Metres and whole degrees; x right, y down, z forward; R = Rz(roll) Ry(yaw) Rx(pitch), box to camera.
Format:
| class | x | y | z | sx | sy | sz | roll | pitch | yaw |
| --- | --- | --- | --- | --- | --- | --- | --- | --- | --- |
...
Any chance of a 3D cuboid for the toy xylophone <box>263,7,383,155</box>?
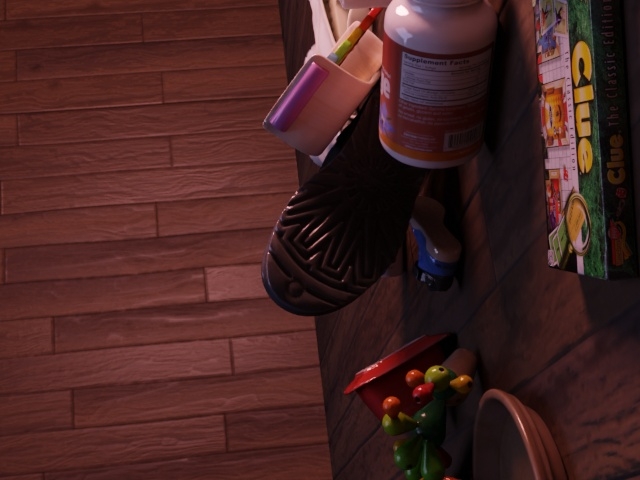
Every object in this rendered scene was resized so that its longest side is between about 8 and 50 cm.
| class | x | y | z | sx | sy | sz | roll | pitch | yaw |
| --- | --- | --- | --- | --- | --- | --- | --- | --- | --- |
| toy xylophone | 0.038 | -0.225 | 1.338 | 0.236 | 0.081 | 0.323 | -51 | 3 | 14 |

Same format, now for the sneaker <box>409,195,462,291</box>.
| class | x | y | z | sx | sy | sz | roll | pitch | yaw |
| --- | --- | --- | --- | --- | --- | --- | --- | --- | --- |
| sneaker | 0.145 | 0.008 | 1.369 | 0.152 | 0.058 | 0.085 | -114 | 28 | -53 |

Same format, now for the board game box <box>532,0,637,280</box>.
| class | x | y | z | sx | sy | sz | roll | pitch | yaw |
| --- | --- | --- | --- | --- | --- | --- | --- | --- | --- |
| board game box | 0.211 | -0.102 | 0.829 | 0.136 | 0.030 | 0.260 | -166 | 72 | -81 |

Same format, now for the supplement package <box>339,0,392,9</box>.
| class | x | y | z | sx | sy | sz | roll | pitch | yaw |
| --- | --- | --- | --- | --- | --- | --- | --- | --- | --- |
| supplement package | 0.082 | -0.423 | 1.257 | 0.134 | 0.139 | 0.244 | -104 | 10 | -61 |

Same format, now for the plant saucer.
| class | x | y | z | sx | sy | sz | roll | pitch | yaw |
| --- | --- | --- | --- | --- | --- | --- | --- | --- | --- |
| plant saucer | 0.211 | 0.292 | 1.062 | 0.278 | 0.041 | 0.278 | 175 | 90 | -83 |

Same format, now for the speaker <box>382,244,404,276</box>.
| class | x | y | z | sx | sy | sz | roll | pitch | yaw |
| --- | --- | --- | --- | --- | --- | --- | --- | --- | --- |
| speaker | 0.110 | -0.009 | 1.688 | 0.055 | 0.055 | 0.136 | -114 | 21 | -72 |

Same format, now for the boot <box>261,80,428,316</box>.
| class | x | y | z | sx | sy | sz | roll | pitch | yaw |
| --- | --- | --- | --- | --- | --- | --- | --- | --- | --- |
| boot | 0.001 | -0.001 | 1.450 | 0.367 | 0.146 | 0.445 | -54 | 4 | -23 |

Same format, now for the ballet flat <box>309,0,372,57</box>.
| class | x | y | z | sx | sy | sz | roll | pitch | yaw |
| --- | --- | --- | --- | --- | --- | --- | --- | --- | --- |
| ballet flat | 0.038 | -0.453 | 1.806 | 0.139 | 0.139 | 0.401 | 167 | 95 | -84 |

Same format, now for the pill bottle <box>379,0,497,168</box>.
| class | x | y | z | sx | sy | sz | roll | pitch | yaw |
| --- | --- | --- | --- | --- | --- | --- | --- | --- | --- |
| pill bottle | 0.126 | -0.196 | 1.101 | 0.121 | 0.121 | 0.216 | -103 | 10 | -52 |

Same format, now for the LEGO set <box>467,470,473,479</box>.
| class | x | y | z | sx | sy | sz | roll | pitch | yaw |
| --- | --- | --- | --- | --- | --- | --- | --- | --- | --- |
| LEGO set | 0.200 | 0.326 | 1.300 | 0.083 | 0.023 | 0.054 | -81 | -5 | -53 |

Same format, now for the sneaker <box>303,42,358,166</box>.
| class | x | y | z | sx | sy | sz | roll | pitch | yaw |
| --- | --- | --- | --- | --- | --- | --- | --- | --- | --- |
| sneaker | 0.038 | -0.267 | 2.059 | 0.129 | 0.111 | 0.297 | -131 | 30 | -53 |

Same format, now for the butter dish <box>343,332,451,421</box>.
| class | x | y | z | sx | sy | sz | roll | pitch | yaw |
| --- | --- | --- | --- | --- | --- | --- | --- | --- | --- |
| butter dish | 0.126 | 0.211 | 1.431 | 0.118 | 0.159 | 0.160 | 61 | 170 | 6 |

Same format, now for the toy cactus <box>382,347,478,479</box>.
| class | x | y | z | sx | sy | sz | roll | pitch | yaw |
| --- | --- | --- | --- | --- | --- | --- | --- | --- | --- |
| toy cactus | 0.146 | 0.201 | 1.213 | 0.180 | 0.112 | 0.219 | -52 | -34 | -38 |
